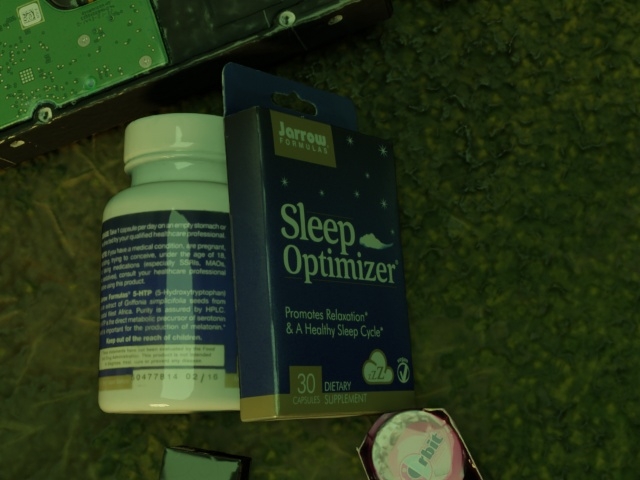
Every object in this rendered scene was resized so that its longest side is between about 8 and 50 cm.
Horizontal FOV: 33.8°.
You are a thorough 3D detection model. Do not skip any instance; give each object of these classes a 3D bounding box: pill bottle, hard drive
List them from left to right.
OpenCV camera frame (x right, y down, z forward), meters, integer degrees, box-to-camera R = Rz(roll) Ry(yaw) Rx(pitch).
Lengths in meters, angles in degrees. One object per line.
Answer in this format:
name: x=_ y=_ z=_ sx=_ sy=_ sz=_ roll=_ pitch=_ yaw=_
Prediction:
hard drive: x=-0.145 y=-0.206 z=0.739 sx=0.339 sy=0.064 sz=0.236 roll=-21 pitch=79 yaw=6
pill bottle: x=-0.087 y=0.018 z=0.685 sx=0.112 sy=0.112 sz=0.186 roll=-2 pitch=80 yaw=4

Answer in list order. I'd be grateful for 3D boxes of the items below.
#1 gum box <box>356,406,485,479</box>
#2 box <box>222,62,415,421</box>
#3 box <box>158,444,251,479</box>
gum box: x=0.087 y=0.190 z=0.643 sx=0.062 sy=0.107 sz=0.188 roll=-27 pitch=79 yaw=-1
box: x=0.000 y=0.000 z=0.676 sx=0.036 sy=0.136 sz=0.225 roll=-15 pitch=75 yaw=39
box: x=-0.079 y=0.178 z=0.680 sx=0.052 sy=0.062 sz=0.083 roll=9 pitch=81 yaw=5
